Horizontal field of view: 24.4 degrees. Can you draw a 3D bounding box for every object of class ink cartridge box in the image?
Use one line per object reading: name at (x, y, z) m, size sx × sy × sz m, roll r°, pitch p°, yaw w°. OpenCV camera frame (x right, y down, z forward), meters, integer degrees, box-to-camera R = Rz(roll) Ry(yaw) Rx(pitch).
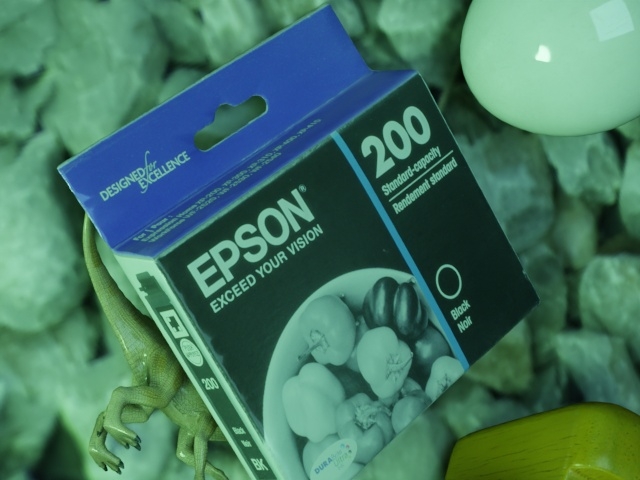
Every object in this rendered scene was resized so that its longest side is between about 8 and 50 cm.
ink cartridge box at (0.000, 0.000, 0.765) m, size 0.206 × 0.045 × 0.208 m, roll -38°, pitch 102°, yaw -35°

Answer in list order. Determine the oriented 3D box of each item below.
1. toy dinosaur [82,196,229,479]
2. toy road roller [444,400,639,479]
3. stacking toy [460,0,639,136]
toy dinosaur at (-0.082, 0.071, 0.748) m, size 0.183 × 0.053 × 0.092 m, roll 45°, pitch 53°, yaw -21°
toy road roller at (0.155, 0.231, 0.763) m, size 0.330 × 0.202 × 0.240 m, roll 28°, pitch 64°, yaw -20°
stacking toy at (0.302, -0.179, 0.844) m, size 0.480 × 0.350 × 0.350 m, roll -27°, pitch 98°, yaw -8°
